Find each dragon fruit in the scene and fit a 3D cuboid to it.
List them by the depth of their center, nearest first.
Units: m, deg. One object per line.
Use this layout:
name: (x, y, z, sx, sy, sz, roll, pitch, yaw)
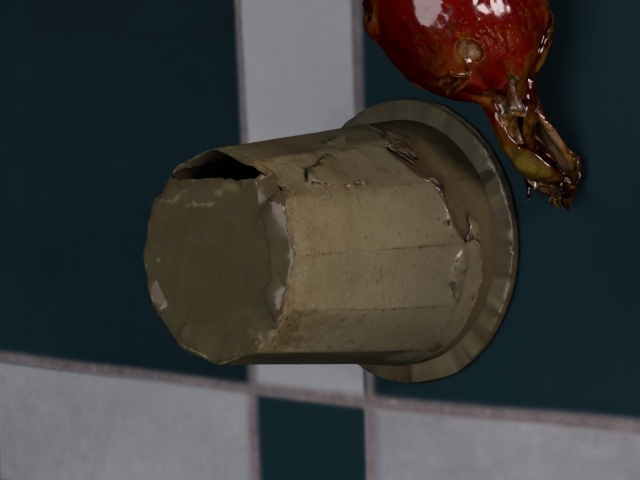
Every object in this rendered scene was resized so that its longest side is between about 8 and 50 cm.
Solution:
dragon fruit: (0.109, -0.130, 1.063, 0.125, 0.125, 0.246, -25, 92, 29)

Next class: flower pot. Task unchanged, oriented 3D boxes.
flower pot: (0.000, 0.000, 1.109, 0.212, 0.202, 0.212, 0, 89, 42)
